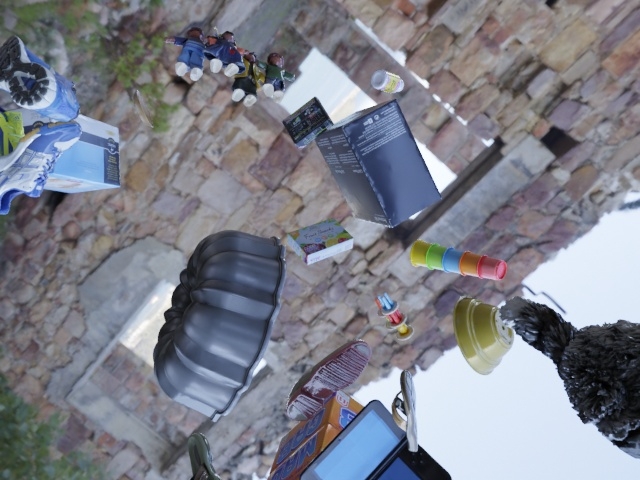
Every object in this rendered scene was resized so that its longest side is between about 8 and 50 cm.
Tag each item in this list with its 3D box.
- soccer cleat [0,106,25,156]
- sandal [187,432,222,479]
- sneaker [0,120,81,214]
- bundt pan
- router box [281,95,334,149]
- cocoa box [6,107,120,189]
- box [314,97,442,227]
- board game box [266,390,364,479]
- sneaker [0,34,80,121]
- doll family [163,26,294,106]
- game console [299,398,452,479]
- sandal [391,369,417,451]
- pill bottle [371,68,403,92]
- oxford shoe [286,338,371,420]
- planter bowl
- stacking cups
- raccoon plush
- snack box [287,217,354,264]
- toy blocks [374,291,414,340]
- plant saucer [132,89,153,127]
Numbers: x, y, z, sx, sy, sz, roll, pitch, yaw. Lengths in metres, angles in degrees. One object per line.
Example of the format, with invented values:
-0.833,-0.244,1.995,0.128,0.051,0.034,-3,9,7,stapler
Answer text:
-0.800,-0.269,1.420,0.121,0.289,0.093,-40,180,-6,soccer cleat
-0.369,0.731,1.684,0.120,0.086,0.303,-56,-136,21,sandal
-0.689,-0.174,1.339,0.296,0.131,0.112,-33,179,1,sneaker
-0.186,0.124,0.939,0.331,0.124,0.330,-52,-156,35,bundt pan
-0.035,-0.326,1.534,0.122,0.092,0.038,-34,156,13,router box
-0.880,-0.297,1.881,0.232,0.227,0.347,-5,177,15,cocoa box
0.157,-0.226,1.655,0.179,0.312,0.343,-29,-166,-9,box
0.060,0.804,1.869,0.356,0.356,0.356,-50,-173,27,board game box
-0.680,-0.369,1.316,0.130,0.330,0.147,-48,149,0,sneaker
-0.135,-0.269,0.832,0.076,0.193,0.111,-39,-141,40,doll family
0.143,0.608,1.404,0.293,0.250,0.173,-43,140,-12,game console
0.165,0.342,1.094,0.049,0.180,0.072,-2,-156,14,sandal
0.154,-0.358,1.250,0.083,0.043,0.043,-4,145,-49,pill bottle
0.015,0.406,1.717,0.348,0.123,0.130,-43,-160,17,oxford shoe
0.450,0.241,1.466,0.090,0.217,0.217,-25,-160,39,planter bowl
0.445,0.062,1.787,0.316,0.096,0.096,10,-128,43,stacking cups
0.492,0.129,0.859,0.216,0.446,0.299,2,119,-44,raccoon plush
0.000,0.000,1.421,0.141,0.100,0.037,-20,135,-27,snack box
0.187,0.191,1.522,0.054,0.148,0.123,-35,-155,-7,toy blocks
-0.383,-0.280,1.187,0.015,0.083,0.083,-22,-176,-4,plant saucer
